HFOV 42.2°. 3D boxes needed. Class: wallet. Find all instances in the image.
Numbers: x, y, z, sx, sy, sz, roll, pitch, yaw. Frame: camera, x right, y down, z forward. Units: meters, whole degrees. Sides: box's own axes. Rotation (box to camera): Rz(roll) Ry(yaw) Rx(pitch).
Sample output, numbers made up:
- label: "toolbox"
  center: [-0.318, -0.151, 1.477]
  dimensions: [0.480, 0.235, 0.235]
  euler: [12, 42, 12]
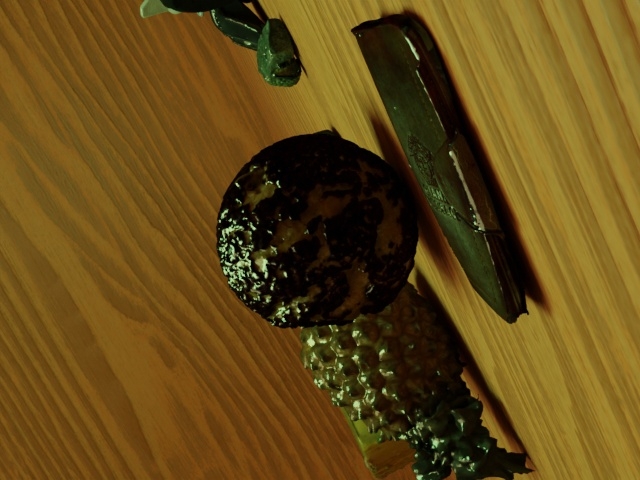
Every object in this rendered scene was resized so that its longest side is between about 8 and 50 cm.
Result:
- label: "wallet"
  center: [0.098, -0.057, 0.656]
  dimensions: [0.255, 0.031, 0.137]
  euler: [63, 178, -17]

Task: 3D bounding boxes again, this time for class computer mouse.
- label: "computer mouse"
  center: [-0.143, -0.377, 1.448]
  dimensions: [0.192, 0.062, 0.106]
  euler: [48, -177, 30]

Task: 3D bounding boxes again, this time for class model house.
- label: "model house"
  center: [-0.061, -0.287, 1.267]
  dimensions: [0.083, 0.066, 0.078]
  euler: [117, 138, -65]

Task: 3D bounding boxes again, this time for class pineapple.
- label: "pineapple"
  center: [0.140, 0.223, 1.182]
  dimensions: [0.357, 0.223, 0.223]
  euler: [49, 172, 25]

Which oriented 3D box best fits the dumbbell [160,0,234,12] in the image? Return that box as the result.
- label: "dumbbell"
  center: [-0.160, -0.388, 0.951]
  dimensions: [0.218, 0.152, 0.152]
  euler: [62, 177, 11]

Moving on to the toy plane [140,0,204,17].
- label: "toy plane"
  center: [-0.226, -0.470, 1.278]
  dimensions: [0.267, 0.123, 0.266]
  euler: [36, 140, 38]

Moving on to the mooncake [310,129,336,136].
- label: "mooncake"
  center: [0.012, -0.087, 1.329]
  dimensions: [0.168, 0.104, 0.175]
  euler: [57, -176, -35]

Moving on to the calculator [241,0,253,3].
- label: "calculator"
  center: [-0.182, -0.519, 1.401]
  dimensions: [0.268, 0.040, 0.177]
  euler: [58, 179, 2]

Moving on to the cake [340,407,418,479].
- label: "cake"
  center: [0.148, 0.347, 1.807]
  dimensions: [0.227, 0.222, 0.286]
  euler: [59, 175, 34]

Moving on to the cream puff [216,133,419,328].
- label: "cream puff"
  center: [0.000, 0.000, 0.956]
  dimensions: [0.239, 0.239, 0.165]
  euler: [64, 179, -36]
